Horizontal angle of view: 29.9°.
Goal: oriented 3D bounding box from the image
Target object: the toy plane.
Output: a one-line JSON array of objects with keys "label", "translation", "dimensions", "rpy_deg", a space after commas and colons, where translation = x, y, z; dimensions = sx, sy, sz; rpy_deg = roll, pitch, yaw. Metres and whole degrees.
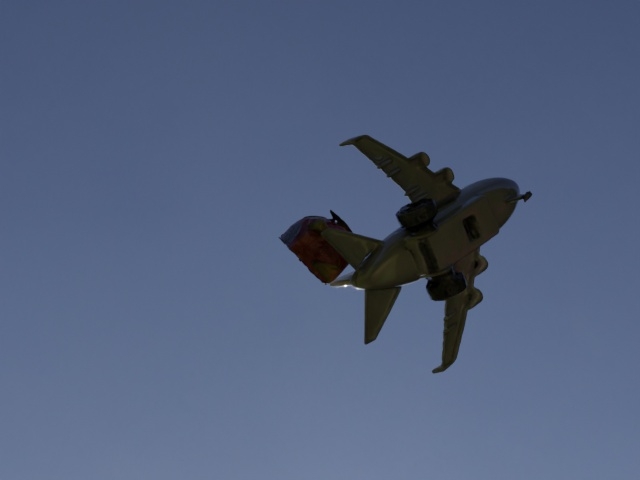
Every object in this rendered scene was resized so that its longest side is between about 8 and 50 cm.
[{"label": "toy plane", "translation": [0.121, -0.004, 1.188], "dimensions": [0.255, 0.101, 0.251], "rpy_deg": [-29, -78, -32]}]

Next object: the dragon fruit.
[{"label": "dragon fruit", "translation": [0.000, 0.000, 1.177], "dimensions": [0.060, 0.083, 0.056], "rpy_deg": [-41, -70, 0]}]
